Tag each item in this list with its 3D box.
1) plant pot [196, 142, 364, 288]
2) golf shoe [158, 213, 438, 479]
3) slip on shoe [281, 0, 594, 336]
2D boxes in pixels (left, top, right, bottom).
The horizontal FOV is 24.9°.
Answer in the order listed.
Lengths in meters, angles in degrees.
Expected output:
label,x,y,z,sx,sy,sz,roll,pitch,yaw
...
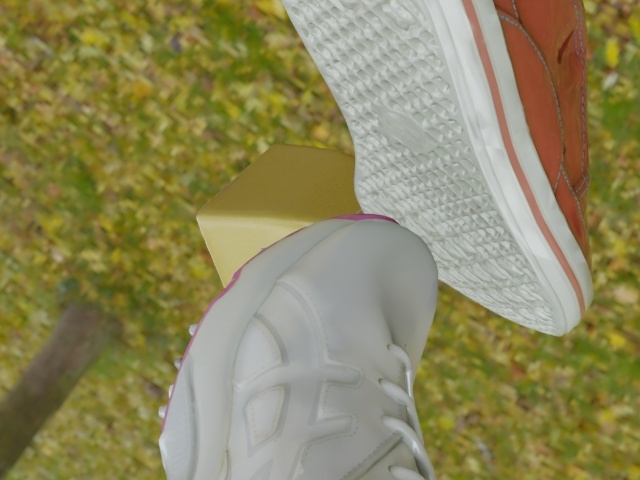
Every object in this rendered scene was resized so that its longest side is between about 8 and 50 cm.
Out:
label,x,y,z,sx,sy,sz,roll,pitch,yaw
plant pot,0.000,0.000,0.769,0.083,0.081,0.081,1,122,38
golf shoe,0.002,0.102,0.475,0.140,0.306,0.115,3,130,26
slip on shoe,0.070,-0.058,0.615,0.123,0.101,0.331,28,160,30
